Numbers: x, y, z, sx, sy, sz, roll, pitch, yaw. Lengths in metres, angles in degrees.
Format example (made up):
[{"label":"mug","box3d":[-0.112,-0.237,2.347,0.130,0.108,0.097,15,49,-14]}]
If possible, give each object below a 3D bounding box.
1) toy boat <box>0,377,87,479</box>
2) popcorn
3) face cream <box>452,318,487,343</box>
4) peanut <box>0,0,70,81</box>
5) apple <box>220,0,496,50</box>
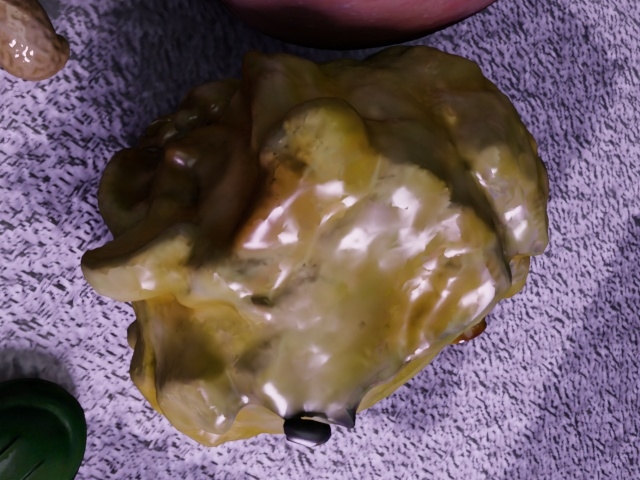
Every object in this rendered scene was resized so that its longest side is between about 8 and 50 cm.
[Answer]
[{"label":"toy boat","box3d":[-0.235,0.170,0.496,0.210,0.052,0.104,-42,110,-19]},{"label":"popcorn","box3d":[0.000,0.000,0.494,0.286,0.215,0.252,-43,147,-4]},{"label":"face cream","box3d":[0.088,-0.005,0.648,0.072,0.051,0.182,-26,106,-24]},{"label":"peanut","box3d":[-0.202,-0.138,0.481,0.113,0.054,0.053,35,79,-27]},{"label":"apple","box3d":[0.003,-0.245,0.452,0.235,0.305,0.305,-36,113,6]}]
